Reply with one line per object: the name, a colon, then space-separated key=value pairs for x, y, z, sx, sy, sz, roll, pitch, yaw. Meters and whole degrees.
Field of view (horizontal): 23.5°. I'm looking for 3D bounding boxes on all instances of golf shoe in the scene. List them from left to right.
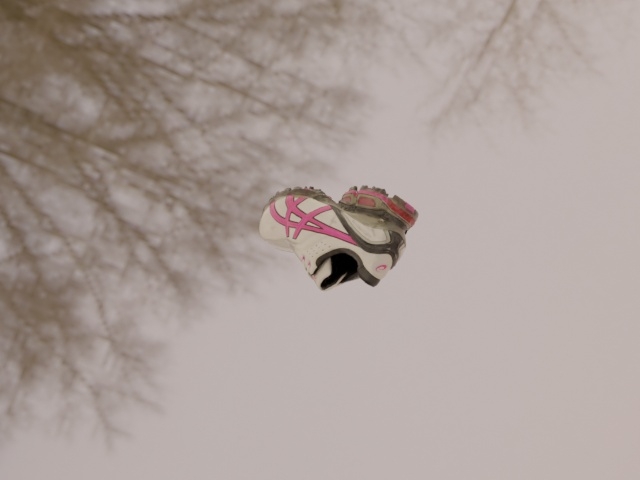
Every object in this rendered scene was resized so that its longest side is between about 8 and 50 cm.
golf shoe: x=0.000 y=0.000 z=1.336 sx=0.186 sy=0.067 sz=0.086 roll=-1 pitch=-120 yaw=53
